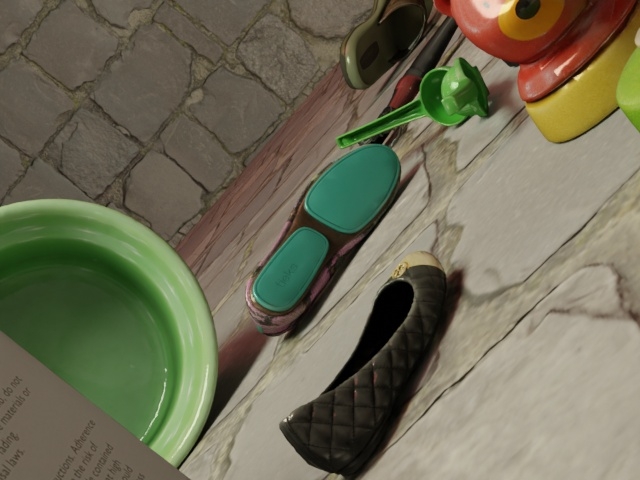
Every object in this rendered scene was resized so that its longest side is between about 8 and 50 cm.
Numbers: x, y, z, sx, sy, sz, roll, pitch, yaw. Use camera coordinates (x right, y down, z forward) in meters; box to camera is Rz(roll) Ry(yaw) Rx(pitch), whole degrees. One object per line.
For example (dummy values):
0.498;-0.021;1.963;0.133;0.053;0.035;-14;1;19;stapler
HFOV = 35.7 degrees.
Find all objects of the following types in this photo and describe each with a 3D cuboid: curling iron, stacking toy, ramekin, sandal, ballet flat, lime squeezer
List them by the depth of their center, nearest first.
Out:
0.206;-0.198;0.546;0.309;0.130;0.279;-48;9;11;stacking toy
0.032;0.060;0.582;0.057;0.049;0.173;-39;14;45;ballet flat
0.102;-0.129;0.896;0.109;0.059;0.310;-10;4;-14;lime squeezer
0.000;0.000;0.947;0.222;0.076;0.079;-54;-9;-25;ballet flat
-0.259;0.124;0.974;0.303;0.303;0.148;-53;2;-18;ramekin
0.122;-0.199;1.251;0.068;0.035;0.274;-28;24;56;curling iron
0.133;-0.359;1.686;0.086;0.120;0.303;-2;43;39;sandal

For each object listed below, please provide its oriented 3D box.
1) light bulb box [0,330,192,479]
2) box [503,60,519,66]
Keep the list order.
-0.302;0.218;0.556;0.358;0.361;0.225;-47;9;20;light bulb box
0.256;-0.271;0.824;0.270;0.060;0.216;-50;10;0;box
